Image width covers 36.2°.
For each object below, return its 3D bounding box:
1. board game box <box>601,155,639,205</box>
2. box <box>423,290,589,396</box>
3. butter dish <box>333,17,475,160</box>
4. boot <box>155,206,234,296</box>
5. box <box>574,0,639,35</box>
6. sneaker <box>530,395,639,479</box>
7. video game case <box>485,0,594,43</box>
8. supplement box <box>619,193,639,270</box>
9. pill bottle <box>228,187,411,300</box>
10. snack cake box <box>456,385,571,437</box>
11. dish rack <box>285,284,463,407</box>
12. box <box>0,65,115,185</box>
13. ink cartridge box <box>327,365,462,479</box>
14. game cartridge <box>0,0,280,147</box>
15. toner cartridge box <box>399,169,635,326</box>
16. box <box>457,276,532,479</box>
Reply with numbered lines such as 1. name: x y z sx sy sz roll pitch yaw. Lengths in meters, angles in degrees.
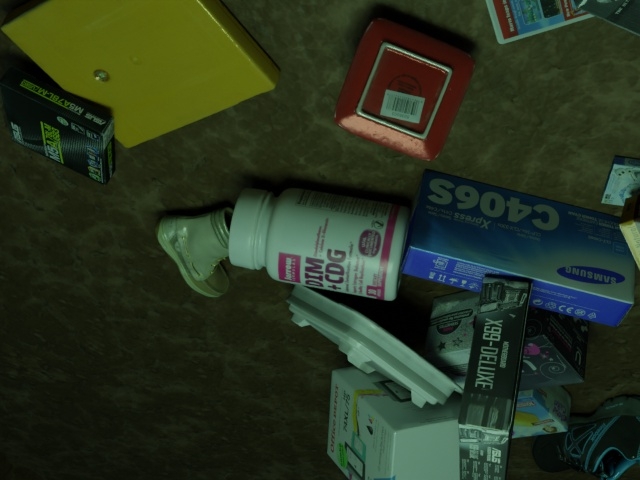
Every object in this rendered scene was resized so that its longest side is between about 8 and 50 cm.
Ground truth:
1. board game box: 0.476 -0.084 1.469 0.090 0.020 0.090 10 143 8
2. box: 0.334 0.177 1.765 0.247 0.142 0.163 -17 134 36
3. butter dish: 0.111 -0.211 1.364 0.160 0.118 0.160 20 100 -7
4. boot: -0.185 0.024 1.808 0.165 0.077 0.213 -10 134 27
5. box: 0.419 -0.326 1.080 0.183 0.056 0.231 17 134 -20
6. sneaker: 0.552 0.433 2.029 0.125 0.139 0.341 24 144 -15
7. video game case: 0.319 -0.348 1.115 0.285 0.025 0.204 -15 136 14
8. supplement box: 0.555 0.008 1.383 0.194 0.129 0.191 -22 100 27
9. pill bottle: 0.000 0.000 1.635 0.283 0.160 0.160 10 144 8
10. snack cake box: 0.359 0.337 2.014 0.264 0.089 0.152 -17 132 37
11. dish rack: 0.081 0.196 1.800 0.285 0.072 0.333 37 173 -28
12. box: -0.425 -0.182 1.598 0.184 0.045 0.190 25 155 -1
13. ink cartridge box: 0.158 0.378 1.897 0.197 0.270 0.198 -5 109 -24
14. game cartridge: -0.267 -0.285 1.456 0.324 0.052 0.285 -16 133 33
15. toner cartridge box: 0.311 0.010 1.533 0.348 0.165 0.075 14 144 1
16. box: 0.268 0.237 1.521 0.077 0.242 0.307 8 148 13
